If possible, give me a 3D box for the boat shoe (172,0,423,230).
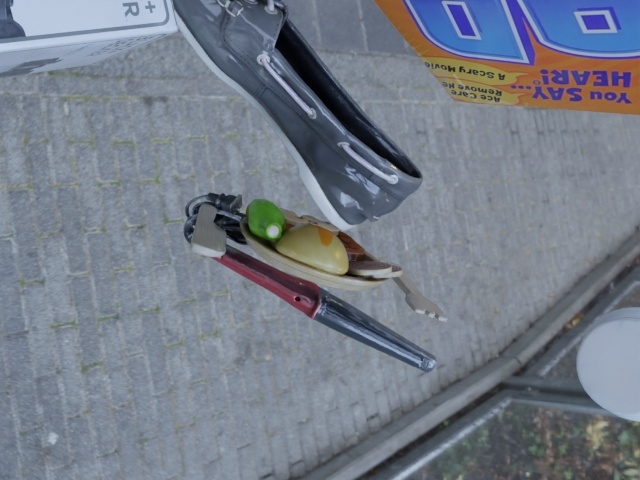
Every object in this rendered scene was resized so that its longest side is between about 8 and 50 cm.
[{"bbox_3d":[-0.021,-0.154,0.575,0.335,0.095,0.112,51,28,-26],"label":"boat shoe"}]

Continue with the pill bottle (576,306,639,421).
[{"bbox_3d":[0.383,0.145,0.745,0.229,0.131,0.131,12,76,-55],"label":"pill bottle"}]

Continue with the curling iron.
[{"bbox_3d":[-0.007,0.047,0.567,0.274,0.068,0.035,36,47,-9],"label":"curling iron"}]

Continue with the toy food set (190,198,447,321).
[{"bbox_3d":[0.000,0.000,0.482,0.191,0.132,0.039,17,104,-15],"label":"toy food set"}]

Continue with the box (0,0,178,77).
[{"bbox_3d":[-0.258,-0.144,0.386,0.289,0.169,0.087,-23,108,-37],"label":"box"}]

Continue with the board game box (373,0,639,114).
[{"bbox_3d":[0.212,-0.316,0.358,0.356,0.356,0.357,34,78,-44],"label":"board game box"}]
